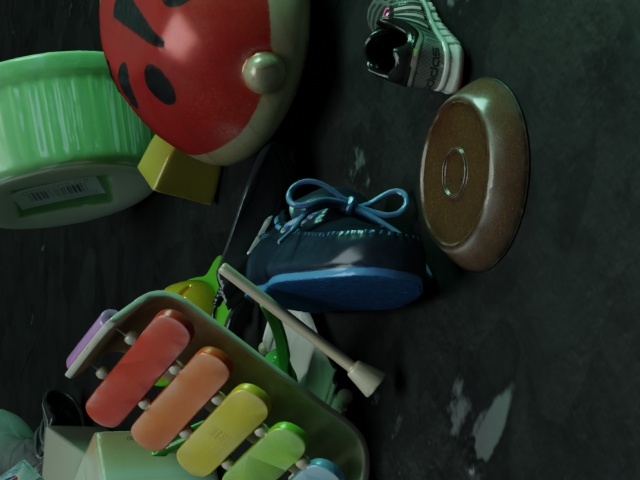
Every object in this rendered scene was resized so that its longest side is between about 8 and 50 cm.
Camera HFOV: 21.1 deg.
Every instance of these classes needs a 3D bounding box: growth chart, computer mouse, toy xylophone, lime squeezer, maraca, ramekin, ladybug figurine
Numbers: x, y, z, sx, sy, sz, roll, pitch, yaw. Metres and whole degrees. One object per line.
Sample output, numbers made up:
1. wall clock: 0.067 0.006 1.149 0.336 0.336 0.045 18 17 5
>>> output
1. growth chart: -0.022 0.145 1.797 0.237 0.021 0.172 -111 32 -44
2. computer mouse: -0.066 0.030 1.856 0.184 0.060 0.262 58 -128 -78
3. toy xylophone: -0.080 0.152 1.644 0.081 0.322 0.236 -58 0 -44
4. lime squeezer: -0.069 0.141 1.749 0.310 0.110 0.059 127 158 -47
5. maraca: -0.150 0.095 2.017 0.185 0.099 0.127 -42 46 24
6. ramekin: -0.354 -0.124 2.274 0.303 0.303 0.148 141 121 -60
7. ladybug figurine: -0.141 -0.246 1.922 0.449 0.162 0.305 -139 60 -64

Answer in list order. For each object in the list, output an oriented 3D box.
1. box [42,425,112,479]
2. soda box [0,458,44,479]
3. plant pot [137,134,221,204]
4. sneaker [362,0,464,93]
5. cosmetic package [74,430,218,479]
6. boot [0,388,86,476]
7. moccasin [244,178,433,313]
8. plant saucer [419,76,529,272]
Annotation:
1. box: -0.302 0.330 2.335 0.275 0.094 0.113 -164 78 -67
2. soda box: -0.334 0.426 2.207 0.286 0.098 0.091 60 164 -18
3. plant pot: -0.165 -0.103 2.094 0.083 0.081 0.081 -68 28 16
4. sneaker: 0.069 -0.185 1.558 0.170 0.075 0.063 -122 41 -54
5. cosmetic package: -0.188 0.377 1.992 0.129 0.153 0.296 117 146 -45
6. boot: -0.427 0.313 2.638 0.338 0.118 0.223 49 129 44
7. moccasin: 0.000 0.000 1.621 0.342 0.137 0.117 -6 70 66
8. plant saucer: 0.125 -0.057 1.470 0.168 0.029 0.168 -176 90 -66
